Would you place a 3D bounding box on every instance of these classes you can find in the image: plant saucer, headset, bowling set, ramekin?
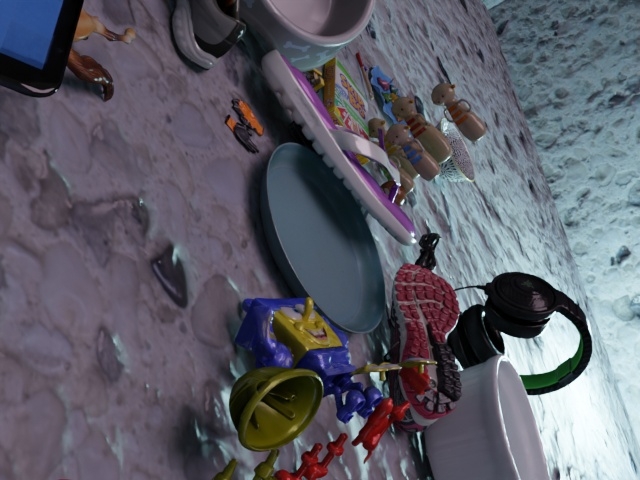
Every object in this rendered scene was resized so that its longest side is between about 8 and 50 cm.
[{"bbox_3d":[0.000,0.000,1.247,0.317,0.044,0.317,43,34,-38],"label":"plant saucer"},{"bbox_3d":[0.344,0.140,1.573,0.394,0.243,0.185,35,32,-13],"label":"headset"},{"bbox_3d":[0.154,-0.174,1.527,0.154,0.287,0.200,48,57,-6],"label":"bowling set"},{"bbox_3d":[0.273,0.337,1.326,0.277,0.135,0.277,50,31,-44],"label":"ramekin"}]

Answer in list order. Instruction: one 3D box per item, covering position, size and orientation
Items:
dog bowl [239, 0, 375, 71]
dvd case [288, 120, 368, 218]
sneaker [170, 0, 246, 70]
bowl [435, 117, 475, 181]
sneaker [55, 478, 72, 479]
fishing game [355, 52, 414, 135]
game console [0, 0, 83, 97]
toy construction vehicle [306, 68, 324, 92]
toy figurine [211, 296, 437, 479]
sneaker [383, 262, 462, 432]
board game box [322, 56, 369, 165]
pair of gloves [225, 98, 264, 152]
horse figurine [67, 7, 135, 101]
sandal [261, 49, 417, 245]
[{"bbox_3d":[-0.043,-0.466,1.359,0.349,0.102,0.348,6,81,-41],"label":"dog bowl"},{"bbox_3d":[0.028,-0.139,1.451,0.221,0.018,0.164,58,26,-15],"label":"dvd case"},{"bbox_3d":[-0.172,-0.386,1.193,0.100,0.108,0.271,14,54,-56],"label":"sneaker"},{"bbox_3d":[0.301,-0.205,1.955,0.170,0.080,0.170,44,32,-37],"label":"bowl"},{"bbox_3d":[-0.217,0.257,0.585,0.128,0.087,0.221,60,12,9],"label":"sneaker"},{"bbox_3d":[0.175,-0.330,1.878,0.264,0.041,0.189,30,40,-50],"label":"fishing game"},{"bbox_3d":[-0.323,-0.316,0.720,0.250,0.173,0.293,93,-2,-56],"label":"game console"},{"bbox_3d":[-0.025,-0.338,1.507,0.086,0.035,0.098,27,44,-52],"label":"toy construction vehicle"},{"bbox_3d":[-0.051,0.155,0.966,0.217,0.191,0.362,43,22,29],"label":"toy figurine"},{"bbox_3d":[0.149,0.163,1.298,0.121,0.112,0.299,20,47,-13],"label":"sneaker"},{"bbox_3d":[0.050,-0.258,1.564,0.124,0.039,0.259,51,21,-29],"label":"board game box"},{"bbox_3d":[-0.113,-0.175,1.224,0.074,0.010,0.083,49,31,-30],"label":"pair of gloves"},{"bbox_3d":[-0.305,-0.278,0.890,0.263,0.066,0.174,61,24,-8],"label":"horse figurine"},{"bbox_3d":[0.059,-0.154,1.335,0.416,0.102,0.169,49,11,-23],"label":"sandal"}]
